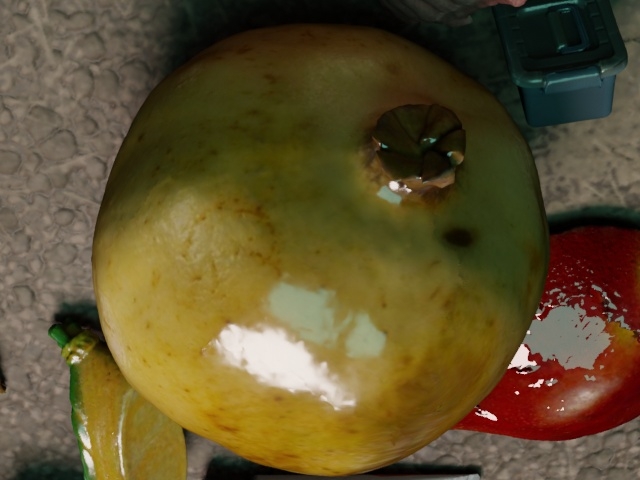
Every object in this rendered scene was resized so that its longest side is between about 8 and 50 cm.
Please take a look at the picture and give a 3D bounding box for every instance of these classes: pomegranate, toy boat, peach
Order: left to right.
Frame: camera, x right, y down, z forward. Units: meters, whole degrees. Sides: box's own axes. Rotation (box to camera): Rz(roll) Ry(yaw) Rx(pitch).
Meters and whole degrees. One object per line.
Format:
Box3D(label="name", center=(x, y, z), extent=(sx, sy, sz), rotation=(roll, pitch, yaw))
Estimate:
Box3D(label="toy boat", center=(-0.161, 0.162, 1.051), extent=(0.088, 0.089, 0.229), rotation=(16, 130, 33))
Box3D(label="pomegranate", center=(-0.001, 0.012, 0.846), extent=(0.307, 0.307, 0.307), rotation=(-1, 123, -1))
Box3D(label="peach", center=(0.173, 0.090, 1.017), extent=(0.279, 0.068, 0.189), rotation=(-33, 117, 18))

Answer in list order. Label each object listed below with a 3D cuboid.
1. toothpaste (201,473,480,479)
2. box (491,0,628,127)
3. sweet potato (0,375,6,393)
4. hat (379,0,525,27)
Box3D(label="toothpaste", center=(0.016, 0.228, 1.114), extent=(0.234, 0.057, 0.089), rotation=(4, 125, -12))
Box3D(label="box", center=(0.155, -0.121, 0.862), extent=(0.074, 0.099, 0.054), rotation=(-10, 138, 5))
Box3D(label="sweet potato", center=(-0.321, 0.064, 0.983), extent=(0.068, 0.068, 0.226), rotation=(-37, 117, 20))
Box3D(label="hat", center=(-0.002, -0.202, 0.737), extent=(0.286, 0.237, 0.107), rotation=(31, 77, -19))
